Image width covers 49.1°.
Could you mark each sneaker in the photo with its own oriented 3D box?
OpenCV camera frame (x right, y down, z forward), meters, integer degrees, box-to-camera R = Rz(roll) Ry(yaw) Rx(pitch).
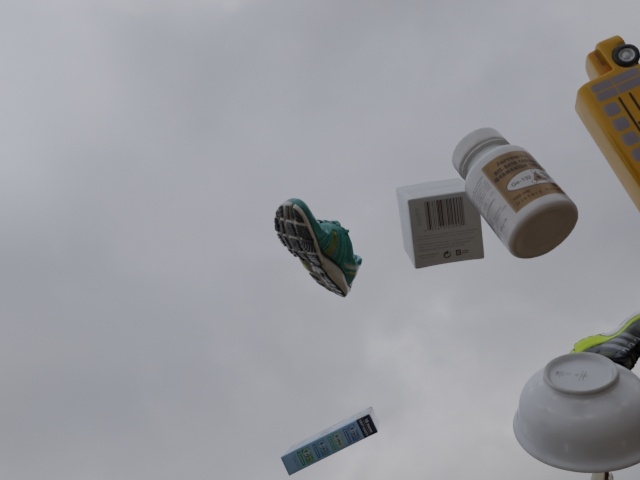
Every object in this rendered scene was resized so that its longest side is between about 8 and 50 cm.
[{"bbox_3d":[0.832,0.292,1.889,0.300,0.121,0.111,-34,-66,19],"label":"sneaker"},{"bbox_3d":[0.000,0.000,1.386,0.110,0.107,0.275,-55,-41,-18],"label":"sneaker"}]

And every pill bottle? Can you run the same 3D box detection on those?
[{"bbox_3d":[0.326,-0.090,1.211,0.131,0.229,0.131,-15,-42,-14],"label":"pill bottle"}]

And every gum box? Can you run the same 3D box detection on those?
[{"bbox_3d":[0.024,0.387,1.366,0.184,0.041,0.157,-27,-10,1],"label":"gum box"}]

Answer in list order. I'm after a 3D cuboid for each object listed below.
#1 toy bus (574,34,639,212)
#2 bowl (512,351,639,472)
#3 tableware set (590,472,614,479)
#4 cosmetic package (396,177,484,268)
[{"bbox_3d":[0.581,-0.213,1.300,0.130,0.333,0.108,-25,-24,6],"label":"toy bus"},{"bbox_3d":[0.533,0.319,1.418,0.298,0.298,0.134,-18,-70,-13],"label":"bowl"},{"bbox_3d":[0.744,0.655,1.819,0.039,0.194,0.128,17,-77,5],"label":"tableware set"},{"bbox_3d":[0.256,-0.042,1.523,0.151,0.184,0.151,-8,-78,1],"label":"cosmetic package"}]
